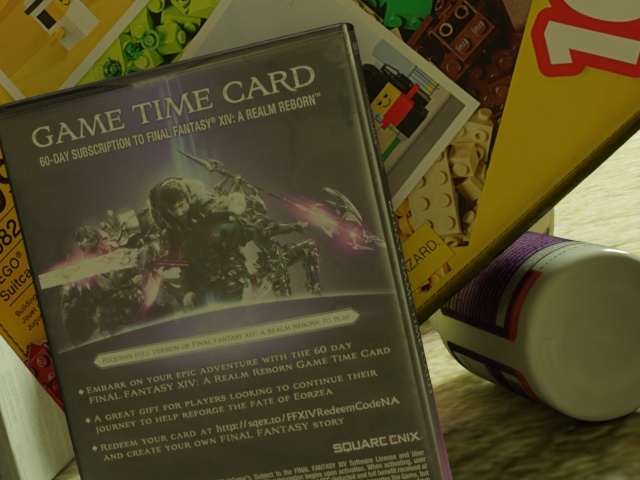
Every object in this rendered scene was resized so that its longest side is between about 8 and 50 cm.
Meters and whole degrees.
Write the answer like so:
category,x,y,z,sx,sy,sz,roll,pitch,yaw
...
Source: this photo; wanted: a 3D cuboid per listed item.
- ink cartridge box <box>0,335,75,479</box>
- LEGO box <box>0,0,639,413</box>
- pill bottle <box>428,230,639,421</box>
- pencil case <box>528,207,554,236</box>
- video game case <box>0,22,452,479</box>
category,x,y,z,sx,sy,sz,roll,pitch,yaw
ink cartridge box,-0.219,0.098,0.966,0.045,0.145,0.179,-11,10,12
LEGO box,-0.005,-0.146,0.750,0.500,0.372,0.193,-44,-8,16
pill bottle,0.142,0.048,0.859,0.108,0.108,0.193,-17,11,-16
pencil case,0.000,0.000,1.092,0.410,0.183,0.160,-19,29,-25
video game case,-0.048,0.044,0.664,0.196,0.274,0.026,-11,5,15
